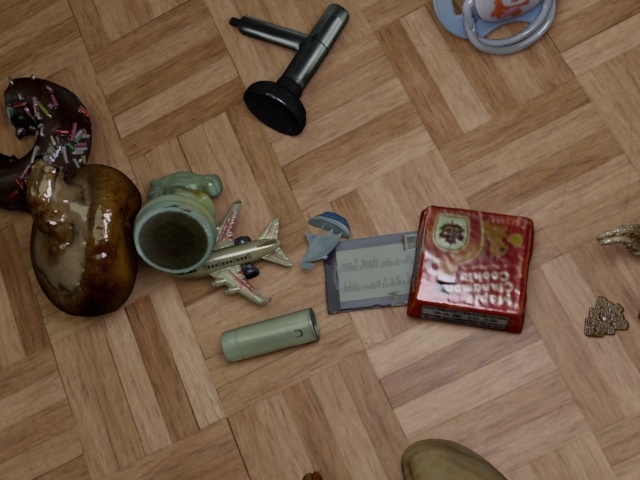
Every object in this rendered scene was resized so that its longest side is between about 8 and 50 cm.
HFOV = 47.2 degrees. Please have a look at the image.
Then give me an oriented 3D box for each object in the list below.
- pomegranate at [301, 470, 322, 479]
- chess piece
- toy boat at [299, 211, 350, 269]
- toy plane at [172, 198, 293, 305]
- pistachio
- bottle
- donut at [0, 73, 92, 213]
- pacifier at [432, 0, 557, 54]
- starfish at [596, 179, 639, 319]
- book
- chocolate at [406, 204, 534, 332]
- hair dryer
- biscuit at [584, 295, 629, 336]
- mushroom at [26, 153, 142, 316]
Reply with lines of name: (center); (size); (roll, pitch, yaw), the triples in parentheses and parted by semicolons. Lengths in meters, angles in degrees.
pomegranate: (-0.015, 0.553, 1.400); (0.214, 0.214, 0.248); (-11, 36, 10)
chess piece: (-0.304, -0.072, 1.601); (0.175, 0.176, 0.298); (-21, 30, 7)
toy boat: (0.011, -0.003, 1.581); (0.105, 0.034, 0.149); (-2, 50, 17)
toy plane: (-0.197, 0.039, 1.606); (0.256, 0.104, 0.242); (-19, 75, 8)
pistachio: (0.268, 0.488, 1.349); (0.293, 0.162, 0.181); (36, 55, 21)
bottle: (-0.106, 0.202, 1.557); (0.201, 0.072, 0.072); (-17, 72, 9)
donut: (-0.695, -0.226, 1.780); (0.259, 0.136, 0.345); (21, 83, 20)
pacifier: (0.383, -0.566, 1.605); (0.299, 0.244, 0.233); (-16, 42, 4)
starfish: (0.684, -0.003, 1.410); (0.311, 0.113, 0.304); (-8, 76, 2)
book: (0.122, 0.068, 1.567); (0.231, 0.026, 0.158); (-8, 71, 11)
chocolate: (0.305, 0.051, 1.471); (0.237, 0.108, 0.235); (9, 76, 8)
hair dryer: (-0.104, -0.416, 1.730); (0.284, 0.156, 0.320); (7, 63, 35)
biscuit: (0.558, 0.158, 1.442); (0.092, 0.016, 0.082); (-42, 75, 1)
mushroom: (-0.540, -0.008, 1.595); (0.345, 0.259, 0.346); (-7, 80, 41)
